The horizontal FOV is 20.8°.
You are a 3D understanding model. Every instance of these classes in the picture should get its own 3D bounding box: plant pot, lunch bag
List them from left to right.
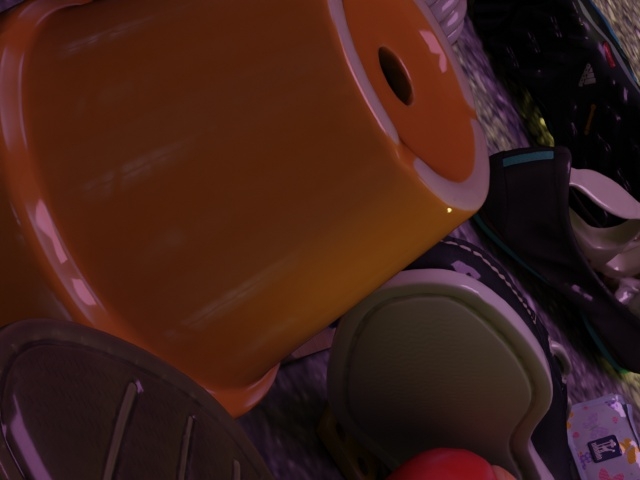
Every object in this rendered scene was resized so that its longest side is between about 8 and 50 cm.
[{"bbox_3d":[-0.040,-0.032,0.739,0.205,0.188,0.205,46,31,-37],"label":"plant pot"},{"bbox_3d":[0.168,0.143,1.122,0.053,0.083,0.071,19,51,-58],"label":"lunch bag"}]

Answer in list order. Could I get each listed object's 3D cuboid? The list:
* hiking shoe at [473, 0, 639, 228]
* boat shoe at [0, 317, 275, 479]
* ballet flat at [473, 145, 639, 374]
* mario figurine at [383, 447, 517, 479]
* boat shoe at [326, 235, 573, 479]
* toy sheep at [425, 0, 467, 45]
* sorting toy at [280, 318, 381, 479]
[{"bbox_3d":[0.244,-0.104,1.474,0.304,0.113,0.132,66,25,3],"label":"hiking shoe"},{"bbox_3d":[-0.055,0.140,0.656,0.307,0.104,0.111,46,39,-38],"label":"boat shoe"},{"bbox_3d":[0.216,0.018,1.325,0.280,0.096,0.095,40,34,-44],"label":"ballet flat"},{"bbox_3d":[0.152,0.203,0.841,0.320,0.170,0.198,31,27,-25],"label":"mario figurine"},{"bbox_3d":[0.072,0.071,0.905,0.302,0.114,0.091,73,19,-57],"label":"boat shoe"},{"bbox_3d":[0.056,-0.167,1.191,0.091,0.091,0.132,-86,162,-47],"label":"toy sheep"},{"bbox_3d":[0.000,0.000,0.964,0.132,0.046,0.274,-11,77,-65],"label":"sorting toy"}]
